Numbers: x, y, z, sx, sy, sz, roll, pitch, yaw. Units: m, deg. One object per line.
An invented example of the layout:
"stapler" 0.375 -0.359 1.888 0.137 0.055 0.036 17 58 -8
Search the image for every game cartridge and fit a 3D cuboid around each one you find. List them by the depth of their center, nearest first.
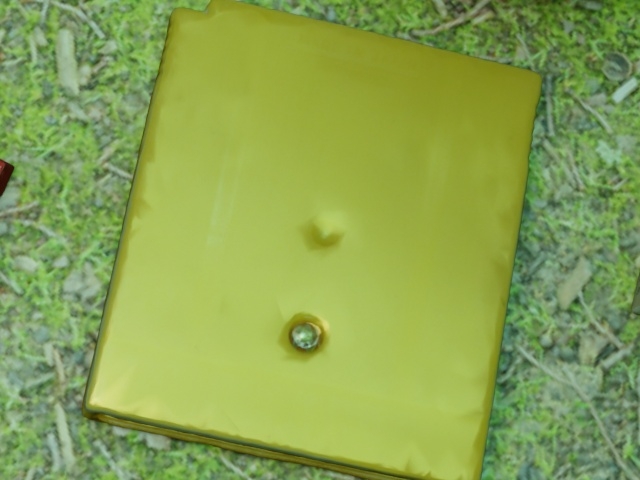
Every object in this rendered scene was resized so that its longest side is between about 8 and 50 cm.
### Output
"game cartridge" 0.000 0.000 1.279 0.285 0.052 0.323 13 72 -6

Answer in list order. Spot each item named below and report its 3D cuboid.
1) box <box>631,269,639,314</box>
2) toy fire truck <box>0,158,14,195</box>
"box" 0.337 -0.087 1.304 0.121 0.148 0.311 17 73 -4
"toy fire truck" -0.274 0.005 1.183 0.047 0.192 0.135 29 102 0
